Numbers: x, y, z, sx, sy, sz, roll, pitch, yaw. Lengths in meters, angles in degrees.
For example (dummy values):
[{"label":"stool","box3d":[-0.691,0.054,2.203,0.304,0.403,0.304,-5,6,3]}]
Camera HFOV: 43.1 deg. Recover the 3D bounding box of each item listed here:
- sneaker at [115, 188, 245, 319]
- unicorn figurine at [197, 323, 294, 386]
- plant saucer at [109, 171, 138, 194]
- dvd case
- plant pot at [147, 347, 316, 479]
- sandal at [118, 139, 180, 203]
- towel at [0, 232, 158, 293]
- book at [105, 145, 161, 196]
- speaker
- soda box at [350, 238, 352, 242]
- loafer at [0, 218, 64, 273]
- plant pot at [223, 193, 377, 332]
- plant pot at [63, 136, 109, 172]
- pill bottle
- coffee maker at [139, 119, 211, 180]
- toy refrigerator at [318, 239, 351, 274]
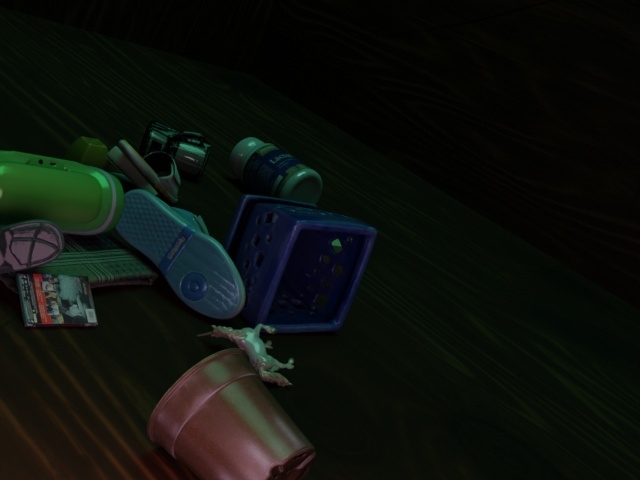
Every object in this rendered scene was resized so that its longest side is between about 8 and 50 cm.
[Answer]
[{"label":"sneaker","box3d":[-0.239,0.030,1.573,0.319,0.127,0.208,45,5,15]},{"label":"unicorn figurine","box3d":[-0.115,0.182,1.382,0.111,0.060,0.162,7,24,-47]},{"label":"plant saucer","box3d":[-0.443,-0.114,1.903,0.067,0.018,0.192,11,20,-38]},{"label":"dvd case","box3d":[-0.407,0.093,1.258,0.119,0.013,0.087,4,59,-46]},{"label":"plant pot","box3d":[-0.104,0.254,1.036,0.165,0.167,0.167,41,22,24]},{"label":"sandal","box3d":[-0.377,-0.172,1.894,0.102,0.076,0.265,46,-6,24]},{"label":"towel","box3d":[-0.495,0.005,1.440,0.312,0.056,0.324,36,18,25]},{"label":"book","box3d":[-0.432,-0.154,1.895,0.144,0.035,0.096,47,-2,-5]},{"label":"speaker","box3d":[-0.489,-0.080,1.384,0.131,0.131,0.296,37,19,36]},{"label":"soda box","box3d":[0.000,0.000,2.097,0.181,0.058,0.061,8,23,-42]},{"label":"loafer","box3d":[-0.529,0.019,1.224,0.267,0.096,0.084,-7,6,-25]},{"label":"plant pot","box3d":[-0.065,0.035,1.619,0.236,0.236,0.212,6,19,-45]},{"label":"plant pot","box3d":[-0.541,-0.195,1.898,0.081,0.083,0.081,7,24,-47]},{"label":"pill bottle","box3d":[-0.133,-0.185,2.313,0.264,0.153,0.153,36,20,34]},{"label":"coffee maker","box3d":[-0.404,-0.247,2.234,0.178,0.120,0.171,20,-6,-17]},{"label":"toy refrigerator","box3d":[-0.054,0.014,1.927,0.269,0.094,0.102,7,31,-44]}]
